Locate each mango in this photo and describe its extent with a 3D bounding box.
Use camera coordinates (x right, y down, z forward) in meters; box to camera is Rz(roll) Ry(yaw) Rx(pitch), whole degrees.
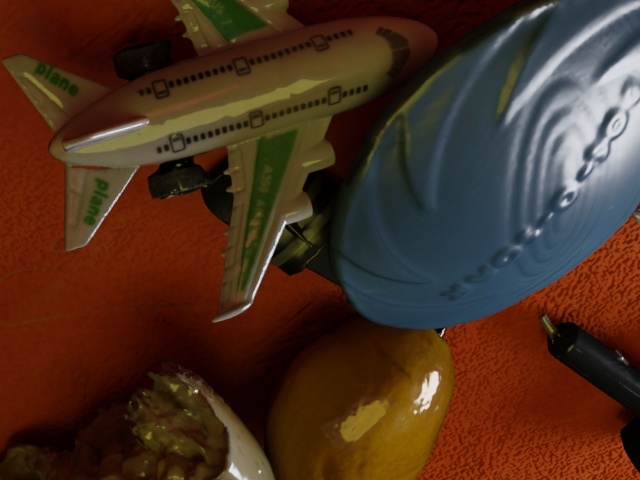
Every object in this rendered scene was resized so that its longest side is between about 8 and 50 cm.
[{"bbox_3d":[0.019,0.146,1.069,0.147,0.109,0.227,-8,135,-38],"label":"mango"}]

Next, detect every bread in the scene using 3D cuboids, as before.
[{"bbox_3d":[-0.136,0.220,1.055,0.192,0.171,0.314,29,120,-33],"label":"bread"}]

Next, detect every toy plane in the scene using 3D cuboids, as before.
[{"bbox_3d":[-0.051,-0.089,0.852,0.255,0.101,0.251,-18,96,-15],"label":"toy plane"}]

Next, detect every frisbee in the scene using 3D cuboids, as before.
[{"bbox_3d":[0.138,-0.037,0.912,0.290,0.049,0.289,-23,143,-19],"label":"frisbee"}]

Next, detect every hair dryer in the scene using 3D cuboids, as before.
[{"bbox_3d":[0.256,0.109,1.124,0.219,0.071,0.124,33,115,-23],"label":"hair dryer"}]

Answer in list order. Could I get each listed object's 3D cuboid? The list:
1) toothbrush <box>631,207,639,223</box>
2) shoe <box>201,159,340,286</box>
[{"bbox_3d":[0.293,0.004,1.065,0.162,0.014,0.017,17,120,-27],"label":"toothbrush"},{"bbox_3d":[0.000,0.000,0.977,0.179,0.049,0.071,32,116,-32],"label":"shoe"}]
